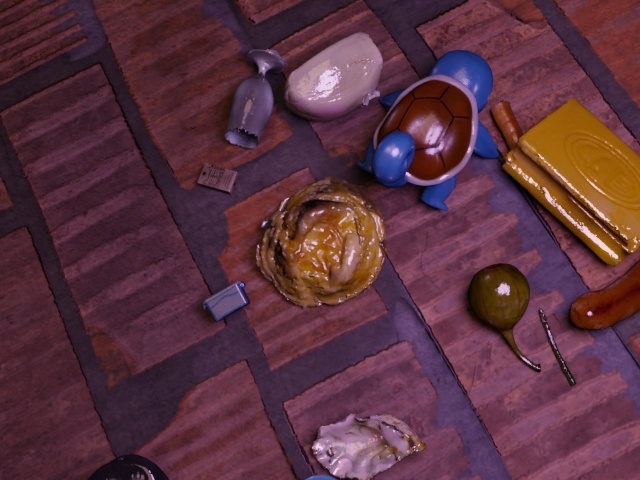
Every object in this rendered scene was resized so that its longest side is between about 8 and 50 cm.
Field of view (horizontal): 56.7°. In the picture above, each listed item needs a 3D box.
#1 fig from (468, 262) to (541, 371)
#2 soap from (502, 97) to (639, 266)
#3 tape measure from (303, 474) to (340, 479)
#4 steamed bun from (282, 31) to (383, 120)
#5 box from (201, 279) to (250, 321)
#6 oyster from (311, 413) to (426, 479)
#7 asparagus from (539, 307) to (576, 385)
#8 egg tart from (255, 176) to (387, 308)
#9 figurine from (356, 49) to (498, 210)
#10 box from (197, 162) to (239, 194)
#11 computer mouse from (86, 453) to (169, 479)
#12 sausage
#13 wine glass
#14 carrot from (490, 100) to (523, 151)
[{"bbox_3d":[0.382,0.160,1.197,0.124,0.124,0.236,-24,96,-1],"label":"fig"},{"bbox_3d":[0.562,-0.123,1.225,0.204,0.096,0.324,-37,75,-20],"label":"soap"},{"bbox_3d":[0.006,0.515,1.132,0.146,0.081,0.125,-3,63,8],"label":"tape measure"},{"bbox_3d":[0.038,-0.351,1.344,0.238,0.170,0.152,-36,93,-5],"label":"steamed bun"},{"bbox_3d":[-0.198,0.131,1.272,0.099,0.074,0.054,-31,83,-3],"label":"box"},{"bbox_3d":[0.087,0.395,1.170,0.209,0.072,0.133,-33,79,17],"label":"oyster"},{"bbox_3d":[0.477,0.215,1.202,0.016,0.016,0.163,-28,71,25],"label":"asparagus"},{"bbox_3d":[0.000,0.000,1.264,0.297,0.132,0.297,-1,80,6],"label":"egg tart"},{"bbox_3d":[0.217,-0.228,1.277,0.298,0.243,0.416,27,58,22],"label":"figurine"},{"bbox_3d":[-0.238,-0.143,1.379,0.083,0.024,0.053,16,76,9],"label":"box"},{"bbox_3d":[-0.346,0.551,1.148,0.170,0.100,0.269,-28,77,0],"label":"computer mouse"},{"bbox_3d":[0.626,0.086,1.182,0.302,0.076,0.103,-38,112,-7],"label":"sausage"},{"bbox_3d":[-0.153,-0.331,1.387,0.103,0.103,0.222,12,76,9],"label":"wine glass"},{"bbox_3d":[0.428,-0.242,1.327,0.048,0.048,0.139,-20,75,0],"label":"carrot"}]
